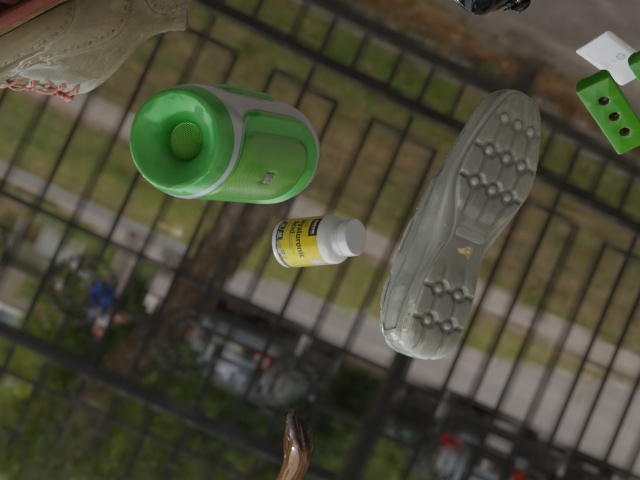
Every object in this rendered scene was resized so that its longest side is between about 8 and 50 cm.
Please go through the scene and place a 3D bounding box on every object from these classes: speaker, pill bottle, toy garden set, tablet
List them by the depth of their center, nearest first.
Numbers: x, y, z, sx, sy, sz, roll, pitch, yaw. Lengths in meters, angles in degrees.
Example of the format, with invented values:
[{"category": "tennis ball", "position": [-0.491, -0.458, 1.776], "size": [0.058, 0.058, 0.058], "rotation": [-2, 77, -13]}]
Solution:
[{"category": "speaker", "position": [-0.101, -0.106, 1.876], "size": [0.131, 0.131, 0.296], "rotation": [21, -173, 20]}, {"category": "toy garden set", "position": [0.448, -0.170, 1.912], "size": [0.244, 0.049, 0.204], "rotation": [-26, 125, 22]}, {"category": "tablet", "position": [0.354, -0.219, 1.991], "size": [0.083, 0.006, 0.054], "rotation": [30, 138, -28]}, {"category": "pill bottle", "position": [0.000, 0.000, 2.142], "size": [0.116, 0.065, 0.065], "rotation": [-6, 156, 37]}]

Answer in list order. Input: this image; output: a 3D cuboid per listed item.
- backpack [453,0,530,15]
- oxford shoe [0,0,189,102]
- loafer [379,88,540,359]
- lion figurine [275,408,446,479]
[{"category": "backpack", "position": [0.258, -0.490, 1.999], "size": [0.273, 0.355, 0.290], "rotation": [43, -144, 3]}, {"category": "oxford shoe", "position": [-0.237, -0.164, 1.395], "size": [0.123, 0.348, 0.130], "rotation": [20, 133, 45]}, {"category": "loafer", "position": [0.148, -0.023, 1.858], "size": [0.112, 0.319, 0.111], "rotation": [27, 176, -28]}, {"category": "lion figurine", "position": [0.032, 0.276, 1.117], "size": [0.240, 0.142, 0.392], "rotation": [-25, 113, 39]}]
